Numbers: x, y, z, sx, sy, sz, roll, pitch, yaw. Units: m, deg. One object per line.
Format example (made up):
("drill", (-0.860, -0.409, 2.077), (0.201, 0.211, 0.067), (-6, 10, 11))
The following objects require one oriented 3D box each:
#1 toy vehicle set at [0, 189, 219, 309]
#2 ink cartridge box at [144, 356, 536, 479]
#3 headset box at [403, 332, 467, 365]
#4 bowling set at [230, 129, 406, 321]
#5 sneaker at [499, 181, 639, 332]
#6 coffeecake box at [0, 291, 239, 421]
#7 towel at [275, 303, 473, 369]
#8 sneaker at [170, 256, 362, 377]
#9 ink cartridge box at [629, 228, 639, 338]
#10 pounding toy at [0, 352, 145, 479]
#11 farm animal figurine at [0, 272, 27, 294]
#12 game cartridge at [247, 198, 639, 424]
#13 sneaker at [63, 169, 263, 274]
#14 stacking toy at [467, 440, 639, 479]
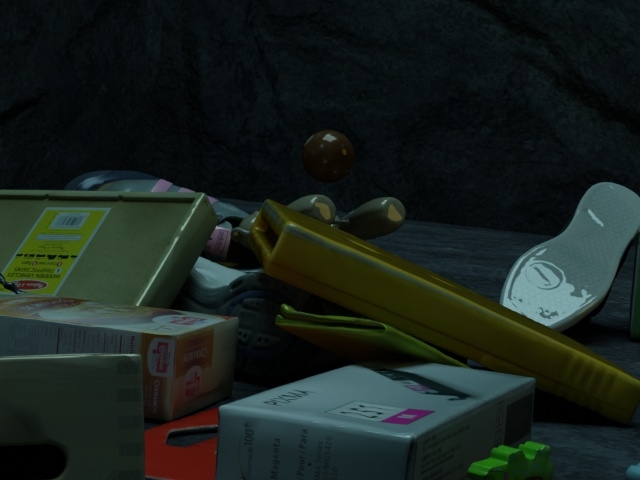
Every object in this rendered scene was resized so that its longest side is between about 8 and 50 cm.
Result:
("toy vehicle set", (-0.239, 0.023, 1.452), (0.266, 0.035, 0.166), (2, 45, 30))
("ink cartridge box", (-0.006, 0.119, 1.085), (0.238, 0.060, 0.275), (7, 5, 22))
("headset box", (0.085, 0.105, 1.497), (0.083, 0.032, 0.062), (3, 5, -32))
("bowling set", (0.000, 0.000, 1.667), (0.287, 0.200, 0.154), (8, -18, -38))
("sneaker", (0.281, 0.064, 1.873), (0.104, 0.147, 0.296), (29, 44, 16))
("coffeecake box", (-0.174, 0.087, 1.256), (0.185, 0.068, 0.142), (6, 4, 15))
("towel", (0.070, 0.090, 1.256), (0.102, 0.021, 0.237), (2, -16, 34))
("sneaker", (-0.089, 0.072, 1.473), (0.297, 0.111, 0.129), (16, -1, 38))
("ink cartridge box", (0.512, 0.059, 1.895), (0.289, 0.122, 0.211), (5, 5, 11))
("pounding toy", (-0.189, 0.110, 0.876), (0.181, 0.094, 0.206), (-1, -4, -8))
("farm animal figurine", (-0.453, 0.011, 1.294), (0.326, 0.172, 0.330), (6, 5, 22))
("game cartridge", (0.096, 0.058, 1.410), (0.323, 0.053, 0.285), (26, 2, -7))
("sneaker", (-0.185, -0.020, 2.140), (0.319, 0.112, 0.131), (11, 4, -34))
("stacking toy", (0.224, 0.152, 0.963), (0.221, 0.052, 0.167), (-1, 5, -36))
